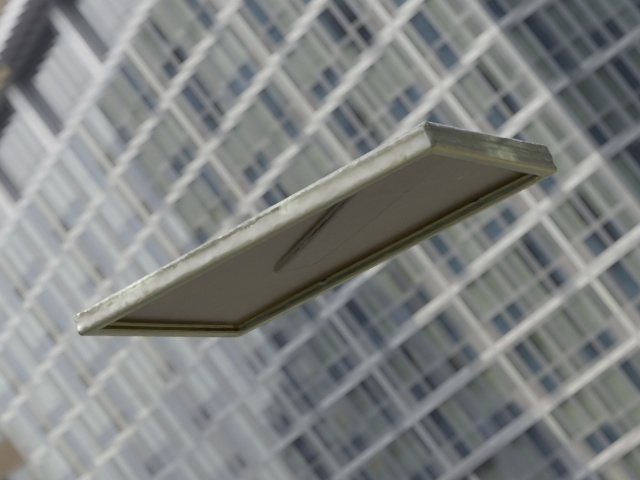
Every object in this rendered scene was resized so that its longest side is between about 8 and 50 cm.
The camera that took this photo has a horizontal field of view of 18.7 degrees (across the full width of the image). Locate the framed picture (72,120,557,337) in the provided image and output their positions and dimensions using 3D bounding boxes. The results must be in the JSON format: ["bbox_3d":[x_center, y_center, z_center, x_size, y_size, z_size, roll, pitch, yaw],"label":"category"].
[{"bbox_3d":[0.000,0.000,0.931,0.203,0.015,0.150,-28,-15,25],"label":"framed picture"}]
